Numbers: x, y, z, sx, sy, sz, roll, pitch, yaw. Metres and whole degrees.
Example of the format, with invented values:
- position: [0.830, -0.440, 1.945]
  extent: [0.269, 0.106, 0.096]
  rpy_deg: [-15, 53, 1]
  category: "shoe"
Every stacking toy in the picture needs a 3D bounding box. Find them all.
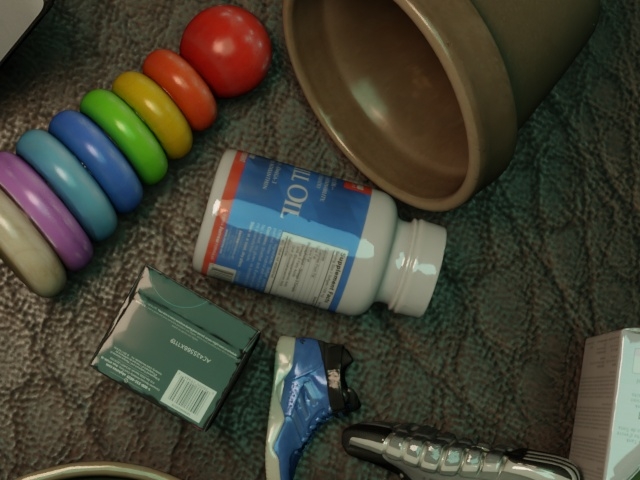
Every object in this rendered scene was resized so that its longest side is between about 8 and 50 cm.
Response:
- position: [-0.177, -0.098, 1.337]
  extent: [0.330, 0.141, 0.141]
  rpy_deg: [-41, 88, -13]
  category: "stacking toy"

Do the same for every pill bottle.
- position: [0.000, 0.000, 1.332]
  extent: [0.221, 0.124, 0.124]
  rpy_deg: [16, 83, -4]
  category: "pill bottle"

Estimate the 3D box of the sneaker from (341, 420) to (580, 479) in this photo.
- position: [0.119, 0.249, 1.318]
  extent: [0.228, 0.086, 0.132]
  rpy_deg: [10, 96, 22]
  category: "sneaker"

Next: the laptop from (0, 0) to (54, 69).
- position: [-0.504, -0.239, 1.267]
  extent: [0.236, 0.408, 0.382]
  rpy_deg: [-31, 87, -44]
  category: "laptop"

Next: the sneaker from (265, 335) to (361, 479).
- position: [-0.005, 0.169, 1.347]
  extent: [0.084, 0.058, 0.152]
  rpy_deg: [5, 77, 5]
  category: "sneaker"

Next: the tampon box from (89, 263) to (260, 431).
- position: [-0.129, 0.100, 1.293]
  extent: [0.120, 0.161, 0.101]
  rpy_deg: [30, 83, 1]
  category: "tampon box"

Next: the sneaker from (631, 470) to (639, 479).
- position: [0.446, 0.190, 1.315]
  extent: [0.410, 0.182, 0.158]
  rpy_deg: [-28, 87, -6]
  category: "sneaker"

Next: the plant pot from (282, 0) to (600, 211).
- position: [0.129, -0.196, 1.320]
  extent: [0.229, 0.263, 0.263]
  rpy_deg: [-37, 88, -24]
  category: "plant pot"

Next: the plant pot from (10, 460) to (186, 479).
- position: [-0.181, 0.342, 1.205]
  extent: [0.323, 0.280, 0.323]
  rpy_deg: [0, 85, -5]
  category: "plant pot"

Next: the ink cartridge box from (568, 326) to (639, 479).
- position: [0.266, 0.199, 1.299]
  extent: [0.066, 0.189, 0.232]
  rpy_deg: [5, 84, 1]
  category: "ink cartridge box"
